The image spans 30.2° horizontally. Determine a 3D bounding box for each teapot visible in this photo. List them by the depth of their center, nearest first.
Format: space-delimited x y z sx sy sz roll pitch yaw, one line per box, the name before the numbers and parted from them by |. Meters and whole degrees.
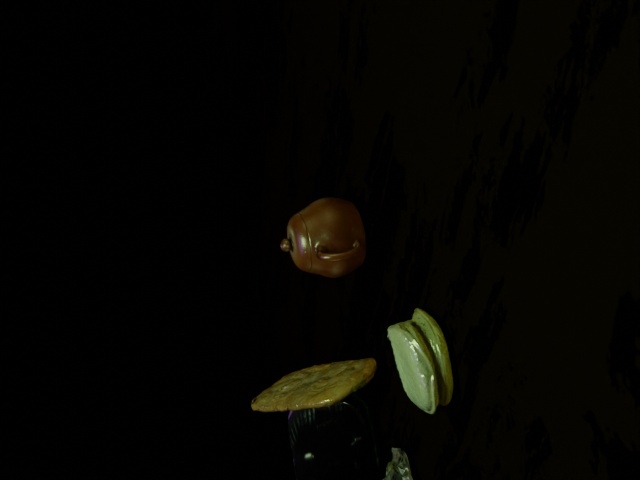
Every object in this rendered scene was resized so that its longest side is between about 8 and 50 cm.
teapot | 0.000 0.000 1.607 0.173 0.116 0.116 -139 41 -66

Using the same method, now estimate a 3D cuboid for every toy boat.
toy boat | 0.041 0.363 1.760 0.092 0.134 0.299 -39 -57 -67

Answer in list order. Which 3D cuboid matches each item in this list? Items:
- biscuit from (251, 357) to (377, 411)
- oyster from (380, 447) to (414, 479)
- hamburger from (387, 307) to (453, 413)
biscuit | -0.012 0.208 1.694 0.247 0.118 0.029 -17 100 54
oyster | 0.111 0.418 1.590 0.199 0.087 0.252 -125 40 -58
hamburger | 0.123 0.147 1.365 0.084 0.054 0.121 -148 46 -65
